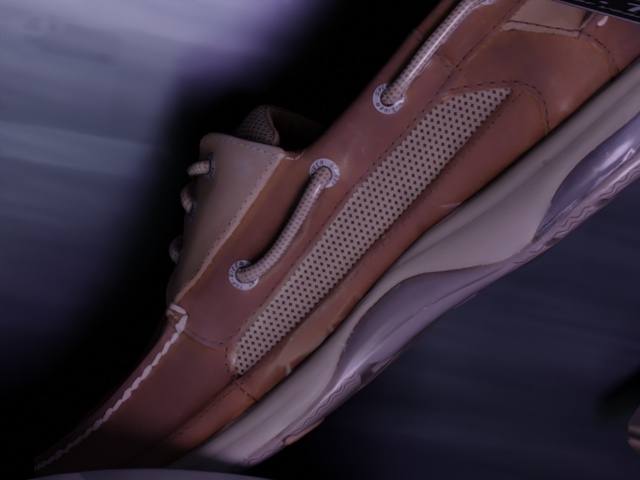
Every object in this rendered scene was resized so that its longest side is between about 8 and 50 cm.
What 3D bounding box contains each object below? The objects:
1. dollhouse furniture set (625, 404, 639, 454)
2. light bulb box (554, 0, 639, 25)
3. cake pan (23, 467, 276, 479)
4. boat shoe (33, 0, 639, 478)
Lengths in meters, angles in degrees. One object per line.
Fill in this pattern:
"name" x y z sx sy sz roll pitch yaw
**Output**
"dollhouse furniture set" 0.184 0.281 0.671 0.394 0.362 0.256 -51 123 -20
"light bulb box" 0.200 -0.169 0.369 0.357 0.361 0.225 14 89 -8
"cake pan" -0.060 0.179 0.644 0.293 0.054 0.293 1 143 1
"boat shoe" 0.000 0.000 0.617 0.324 0.123 0.116 -38 86 15
